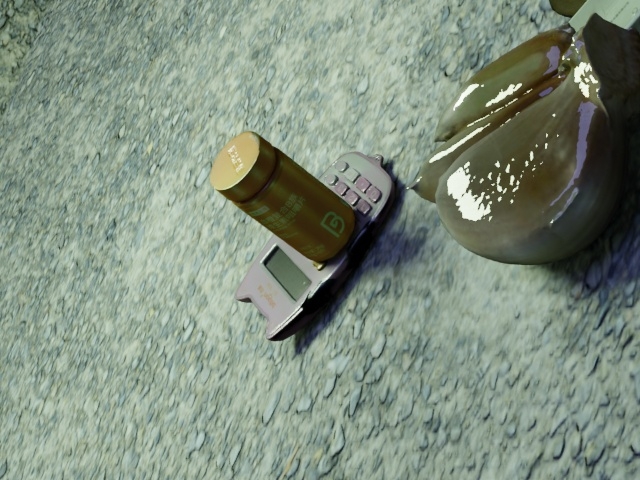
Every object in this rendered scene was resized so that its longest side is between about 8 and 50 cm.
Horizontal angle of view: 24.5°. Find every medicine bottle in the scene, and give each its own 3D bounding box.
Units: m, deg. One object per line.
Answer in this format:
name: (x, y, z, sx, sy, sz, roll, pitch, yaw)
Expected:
medicine bottle: (-0.048, -0.057, 1.962, 0.096, 0.192, 0.096, -30, 40, 29)

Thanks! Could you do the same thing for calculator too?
calculator: (0.001, 0.001, 2.066, 0.294, 0.043, 0.194, -52, 31, 5)

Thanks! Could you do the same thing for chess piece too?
chess piece: (0.318, -0.348, 1.888, 0.066, 0.066, 0.122, -38, 33, 31)

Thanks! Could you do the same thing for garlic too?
garlic: (0.250, -0.098, 1.698, 0.325, 0.132, 0.279, -44, 36, 35)

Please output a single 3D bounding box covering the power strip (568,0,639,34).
power strip: (0.409, -0.325, 1.742, 0.367, 0.043, 0.106, -50, 34, 21)
